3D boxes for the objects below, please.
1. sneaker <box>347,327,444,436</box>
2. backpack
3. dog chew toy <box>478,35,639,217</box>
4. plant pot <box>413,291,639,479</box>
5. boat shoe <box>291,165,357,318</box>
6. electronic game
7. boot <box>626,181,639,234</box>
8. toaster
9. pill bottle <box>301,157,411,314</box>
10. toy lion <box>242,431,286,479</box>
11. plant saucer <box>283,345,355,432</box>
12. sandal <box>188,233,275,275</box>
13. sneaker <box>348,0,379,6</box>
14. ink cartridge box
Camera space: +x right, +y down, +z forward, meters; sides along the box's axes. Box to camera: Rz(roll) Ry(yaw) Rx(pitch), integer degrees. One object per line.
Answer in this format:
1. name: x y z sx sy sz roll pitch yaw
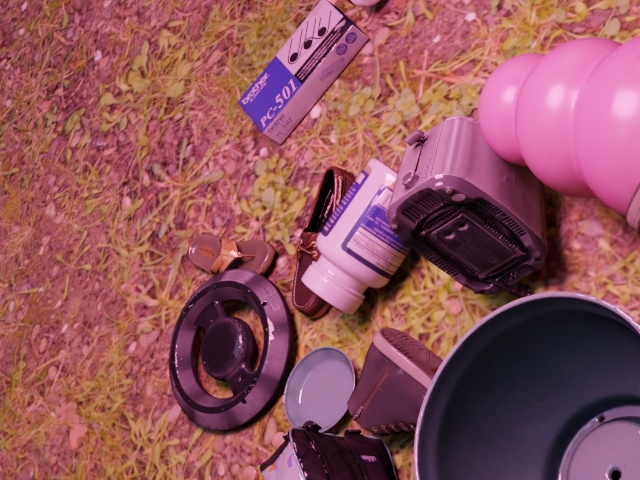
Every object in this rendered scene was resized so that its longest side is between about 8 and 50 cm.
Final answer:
1. sneaker: 0.128 0.212 1.640 0.222 0.083 0.118 42 117 39
2. backpack: 0.020 0.327 1.602 0.144 0.166 0.188 -56 40 22
3. dog chew toy: 0.310 -0.131 1.495 0.332 0.207 0.206 14 79 46
4. plant pot: 0.270 0.223 1.405 0.293 0.196 0.293 -20 56 33
5. boat shoe: 0.000 0.000 1.857 0.073 0.073 0.207 6 75 43
6. electronic game: -0.128 0.152 1.909 0.229 0.048 0.229 -13 69 38
7. boot: 0.498 0.002 1.240 0.284 0.377 0.138 59 147 37
8. toaster: 0.186 -0.042 1.625 0.129 0.227 0.146 -35 31 38
9. pill bottle: 0.060 -0.002 1.774 0.186 0.112 0.112 -55 44 5
10. toy lion: -0.050 0.314 1.771 0.100 0.034 0.096 -50 52 10
11. plant saucer: 0.004 0.198 1.785 0.119 0.021 0.119 -20 56 33
12. sandal: -0.139 0.021 1.987 0.180 0.049 0.072 13 78 45
13. sneaker: 0.053 -0.428 2.035 0.121 0.079 0.217 -7 56 43
14. ink cartridge box: -0.027 -0.252 2.031 0.207 0.046 0.097 -50 44 11
